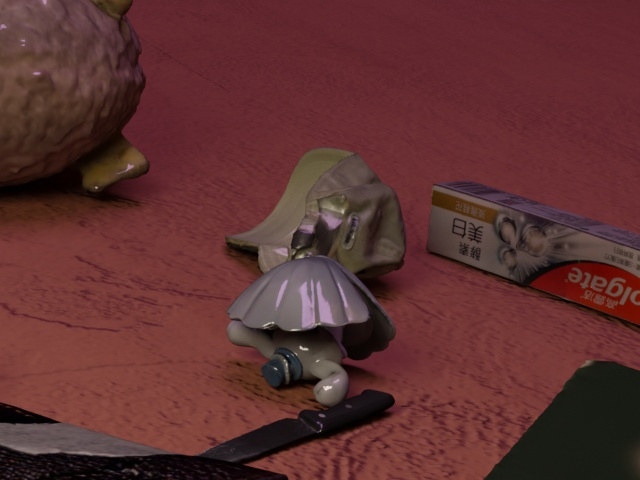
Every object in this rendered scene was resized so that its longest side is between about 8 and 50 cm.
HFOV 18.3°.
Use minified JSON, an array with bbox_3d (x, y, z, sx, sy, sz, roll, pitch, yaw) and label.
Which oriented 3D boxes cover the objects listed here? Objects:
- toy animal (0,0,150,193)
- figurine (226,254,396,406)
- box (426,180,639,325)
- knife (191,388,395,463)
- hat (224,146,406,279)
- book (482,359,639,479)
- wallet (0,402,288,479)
[{"bbox_3d":[-0.254,-0.128,1.419,0.227,0.188,0.358,9,14,27],"label":"toy animal"},{"bbox_3d":[-0.011,0.051,1.111,0.094,0.082,0.086,2,29,23],"label":"figurine"},{"bbox_3d":[0.165,0.009,1.362,0.040,0.055,0.218,-9,22,-44],"label":"box"},{"bbox_3d":[-0.017,0.098,1.022,0.023,0.010,0.170,18,20,34],"label":"knife"},{"bbox_3d":[-0.005,-0.004,1.330,0.122,0.081,0.166,-44,22,-21],"label":"hat"},{"bbox_3d":[0.188,0.150,0.875,0.260,0.043,0.371,15,18,20],"label":"book"},{"bbox_3d":[-0.172,0.103,0.716,0.262,0.071,0.221,-9,8,-43],"label":"wallet"}]
